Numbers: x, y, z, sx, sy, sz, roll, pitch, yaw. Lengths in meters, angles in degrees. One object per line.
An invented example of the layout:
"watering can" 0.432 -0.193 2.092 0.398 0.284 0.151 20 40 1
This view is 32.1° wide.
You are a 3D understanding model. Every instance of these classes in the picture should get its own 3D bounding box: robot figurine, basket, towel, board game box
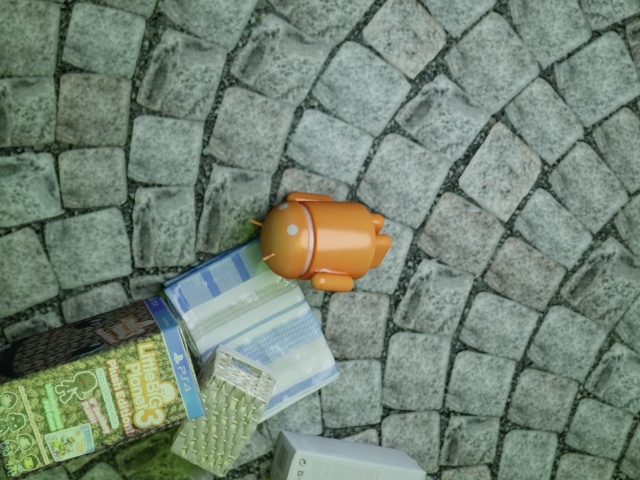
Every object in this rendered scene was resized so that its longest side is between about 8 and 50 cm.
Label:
"robot figurine" 0.001 0.001 1.748 0.219 0.128 0.158 1 90 -24
"basket" -0.155 0.268 1.732 0.113 0.103 0.167 29 105 -7
"towel" -0.109 0.151 1.799 0.209 0.034 0.285 -27 104 -11
"board game box" -0.341 0.210 1.640 0.291 0.232 0.141 -18 103 -13

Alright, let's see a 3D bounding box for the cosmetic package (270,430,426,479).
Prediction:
"cosmetic package" 0.044 0.384 1.834 0.231 0.117 0.086 14 95 -16
